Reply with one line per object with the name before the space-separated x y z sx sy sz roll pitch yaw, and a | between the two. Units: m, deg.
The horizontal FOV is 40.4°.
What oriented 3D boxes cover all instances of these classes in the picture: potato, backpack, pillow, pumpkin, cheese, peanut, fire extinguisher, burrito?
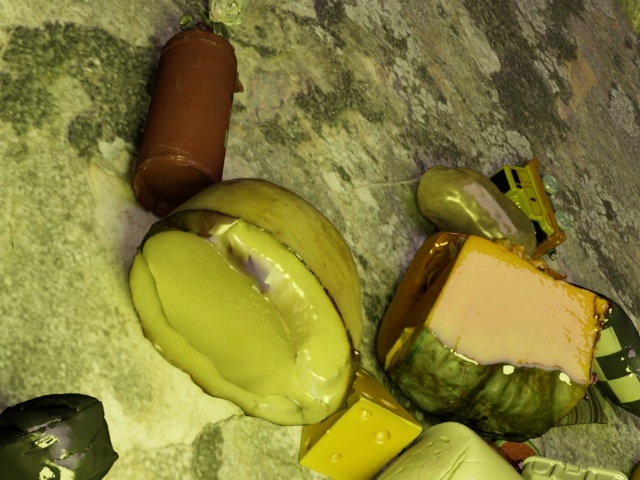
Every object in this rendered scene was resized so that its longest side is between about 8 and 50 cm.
potato | -0.061 0.047 0.975 0.285 0.242 0.242 40 40 -12
backpack | -0.239 0.188 0.709 0.120 0.165 0.106 -24 92 -48
pillow | 0.380 0.210 1.438 0.212 0.052 0.208 9 51 -45
pumpkin | 0.214 0.122 1.154 0.225 0.256 0.303 29 -1 -3
cheese | 0.040 0.195 1.073 0.093 0.126 0.171 31 25 -19
peanut | 0.251 -0.036 1.433 0.224 0.129 0.129 42 38 -1
fire extinguisher | -0.153 -0.171 1.127 0.147 0.106 0.337 55 29 -44
burrito | -0.130 -0.394 1.345 0.064 0.064 0.203 36 40 -23
pillow | 0.505 0.193 1.507 0.250 0.106 0.186 61 3 -5

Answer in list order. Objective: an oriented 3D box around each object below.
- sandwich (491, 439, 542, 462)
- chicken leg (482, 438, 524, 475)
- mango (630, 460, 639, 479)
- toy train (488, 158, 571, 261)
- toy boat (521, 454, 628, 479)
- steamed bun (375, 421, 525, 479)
sandwich | 0.283 0.317 1.275 0.135 0.029 0.067 23 53 -36
chicken leg | 0.250 0.334 1.179 0.304 0.113 0.093 26 19 -43
mango | 0.563 0.426 1.448 0.111 0.089 0.163 45 27 -31
toy train | 0.387 -0.060 1.627 0.127 0.089 0.219 6 59 -32
toy boat | 0.320 0.399 1.112 0.141 0.140 0.270 -41 131 -52
steamed bun | 0.142 0.339 0.957 0.200 0.154 0.250 46 64 -15
